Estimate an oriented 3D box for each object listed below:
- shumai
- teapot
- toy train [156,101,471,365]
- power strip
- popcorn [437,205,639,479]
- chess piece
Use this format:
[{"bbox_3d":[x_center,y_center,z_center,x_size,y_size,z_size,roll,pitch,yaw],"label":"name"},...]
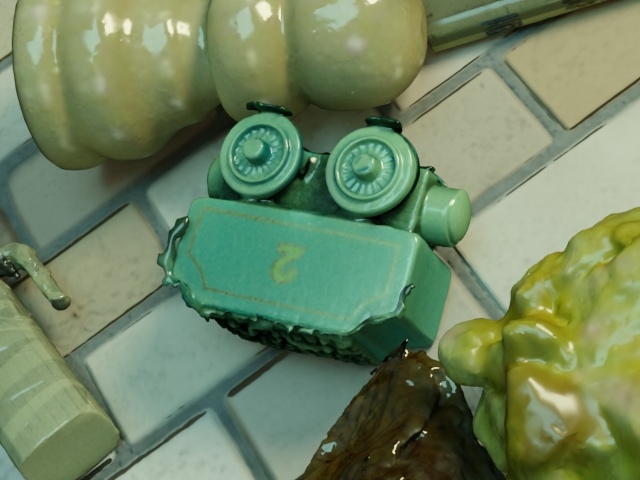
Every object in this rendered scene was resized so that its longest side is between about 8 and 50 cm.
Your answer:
[{"bbox_3d":[0.065,0.213,0.835,0.185,0.184,0.218,34,46,-9],"label":"shumai"},{"bbox_3d":[-0.226,0.082,1.033,0.107,0.077,0.200,-41,58,-6],"label":"teapot"},{"bbox_3d":[0.000,0.000,0.969,0.203,0.112,0.163,9,76,26],"label":"toy train"},{"bbox_3d":[0.195,-0.220,1.040,0.268,0.034,0.092,-16,60,14],"label":"power strip"},{"bbox_3d":[0.210,0.090,0.783,0.259,0.212,0.259,-17,51,22],"label":"popcorn"},{"bbox_3d":[-0.066,-0.147,1.043,0.300,0.167,0.167,-5,64,15],"label":"chess piece"}]
